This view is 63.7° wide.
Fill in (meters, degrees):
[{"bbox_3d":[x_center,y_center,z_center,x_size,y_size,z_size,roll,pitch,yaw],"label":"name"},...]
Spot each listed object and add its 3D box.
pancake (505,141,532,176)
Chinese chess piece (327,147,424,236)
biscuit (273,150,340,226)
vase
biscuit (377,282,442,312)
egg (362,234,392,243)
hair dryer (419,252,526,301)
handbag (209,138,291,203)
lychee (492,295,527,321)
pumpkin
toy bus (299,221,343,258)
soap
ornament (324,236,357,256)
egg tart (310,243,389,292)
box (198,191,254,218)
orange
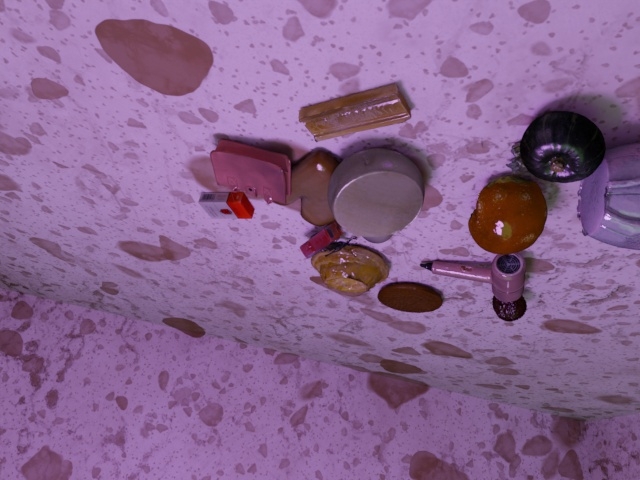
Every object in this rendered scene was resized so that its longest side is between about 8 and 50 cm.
[{"bbox_3d":[0.501,-0.190,1.213,0.116,0.023,0.130,4,152,9],"label":"pancake"},{"bbox_3d":[0.142,-0.120,1.327,0.250,0.101,0.251,-1,136,-1],"label":"Chinese chess piece"},{"bbox_3d":[-0.002,-0.136,1.470,0.236,0.062,0.290,29,147,-29],"label":"biscuit"},{"bbox_3d":[0.798,-0.086,1.070,0.444,0.250,0.250,4,152,13],"label":"vase"},{"bbox_3d":[0.357,0.228,2.052,0.261,0.037,0.262,9,152,5],"label":"biscuit"},{"bbox_3d":[0.165,-0.048,1.511,0.114,0.114,0.152,5,171,13],"label":"egg"},{"bbox_3d":[0.496,0.103,1.710,0.343,0.107,0.189,7,153,22],"label":"hair dryer"},{"bbox_3d":[-0.186,-0.182,1.395,0.212,0.059,0.157,16,143,10],"label":"handbag"},{"bbox_3d":[0.680,0.231,1.852,0.123,0.124,0.129,-8,175,32],"label":"lychee"},{"bbox_3d":[0.505,-0.194,1.085,0.167,0.125,0.167,38,170,8],"label":"pumpkin"},{"bbox_3d":[0.000,0.000,1.691,0.065,0.077,0.192,56,144,3],"label":"toy bus"},{"bbox_3d":[0.077,-0.287,1.176,0.251,0.037,0.092,-7,149,30],"label":"soap"},{"bbox_3d":[0.072,0.016,1.702,0.125,0.028,0.073,-22,168,-21],"label":"ornament"},{"bbox_3d":[0.102,0.117,1.858,0.289,0.116,0.290,10,154,5],"label":"egg tart"},{"bbox_3d":[-0.300,-0.111,1.651,0.151,0.048,0.100,-1,153,18],"label":"box"},{"bbox_3d":[0.489,-0.049,1.340,0.179,0.159,0.237,-5,151,-3],"label":"orange"}]
